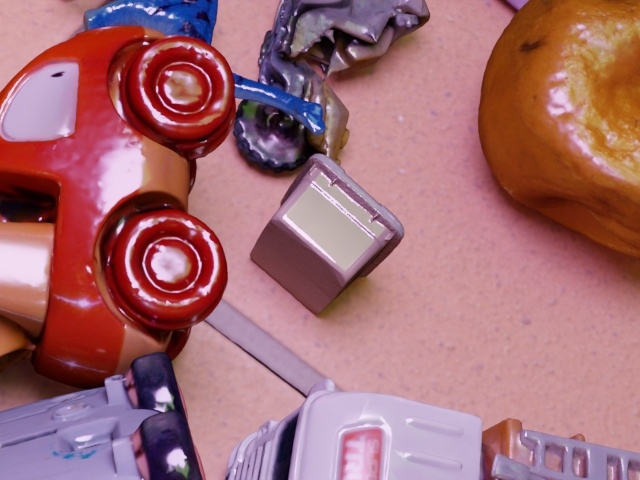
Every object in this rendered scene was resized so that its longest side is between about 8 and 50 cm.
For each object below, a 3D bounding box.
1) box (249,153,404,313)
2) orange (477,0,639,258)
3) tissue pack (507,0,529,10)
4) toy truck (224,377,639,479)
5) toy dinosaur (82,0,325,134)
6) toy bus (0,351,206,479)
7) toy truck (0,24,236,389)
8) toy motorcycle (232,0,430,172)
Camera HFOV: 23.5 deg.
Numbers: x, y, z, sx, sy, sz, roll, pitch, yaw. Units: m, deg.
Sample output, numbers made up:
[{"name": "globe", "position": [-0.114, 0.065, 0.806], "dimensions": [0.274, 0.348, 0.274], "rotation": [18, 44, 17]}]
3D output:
[{"name": "box", "position": [0.000, 0.000, 1.125], "dimensions": [0.089, 0.122, 0.062], "rotation": [42, 69, 2]}, {"name": "orange", "position": [0.251, -0.102, 1.228], "dimensions": [0.249, 0.183, 0.249], "rotation": [2, 72, -5]}, {"name": "tissue pack", "position": [0.162, -0.376, 1.360], "dimensions": [0.338, 0.160, 0.242], "rotation": [41, 55, 2]}, {"name": "toy truck", "position": [0.135, 0.212, 1.013], "dimensions": [0.388, 0.207, 0.173], "rotation": [14, 60, -15]}, {"name": "toy dinosaur", "position": [-0.135, -0.183, 1.168], "dimensions": [0.144, 0.076, 0.329], "rotation": [-25, 65, -20]}, {"name": "toy bus", "position": [-0.143, 0.204, 0.872], "dimensions": [0.194, 0.288, 0.232], "rotation": [-18, 99, -7]}, {"name": "toy truck", "position": [-0.187, -0.019, 1.013], "dimensions": [0.239, 0.189, 0.264], "rotation": [7, 72, -14]}, {"name": "toy motorcycle", "position": [0.015, -0.150, 1.223], "dimensions": [0.130, 0.094, 0.229], "rotation": [22, 68, -16]}]
